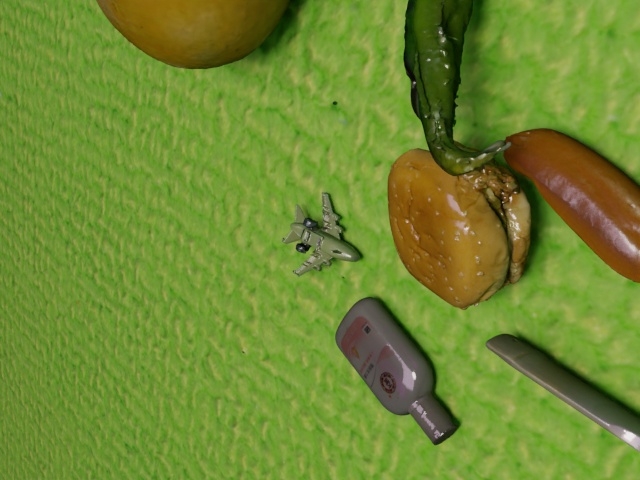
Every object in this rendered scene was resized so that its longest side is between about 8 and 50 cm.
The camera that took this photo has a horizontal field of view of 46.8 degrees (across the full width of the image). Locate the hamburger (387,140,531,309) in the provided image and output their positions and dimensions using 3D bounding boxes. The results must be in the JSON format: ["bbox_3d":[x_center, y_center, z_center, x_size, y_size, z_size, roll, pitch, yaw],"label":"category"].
[{"bbox_3d":[0.120,-0.014,0.652,0.138,0.083,0.147,35,144,44],"label":"hamburger"}]

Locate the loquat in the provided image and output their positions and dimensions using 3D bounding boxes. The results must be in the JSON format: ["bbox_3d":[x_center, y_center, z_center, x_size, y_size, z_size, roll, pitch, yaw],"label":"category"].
[{"bbox_3d":[-0.137,-0.305,0.801,0.244,0.244,0.244,12,107,46],"label":"loquat"}]

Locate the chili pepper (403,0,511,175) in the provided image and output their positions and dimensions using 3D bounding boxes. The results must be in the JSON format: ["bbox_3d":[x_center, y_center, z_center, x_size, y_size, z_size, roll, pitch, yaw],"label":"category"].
[{"bbox_3d":[0.105,-0.221,0.619,0.084,0.076,0.359,-8,78,22],"label":"chili pepper"}]

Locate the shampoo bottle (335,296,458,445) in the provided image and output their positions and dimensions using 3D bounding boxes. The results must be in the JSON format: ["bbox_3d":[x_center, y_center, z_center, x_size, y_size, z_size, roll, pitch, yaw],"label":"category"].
[{"bbox_3d":[0.080,0.140,0.779,0.165,0.040,0.080,52,129,29],"label":"shampoo bottle"}]

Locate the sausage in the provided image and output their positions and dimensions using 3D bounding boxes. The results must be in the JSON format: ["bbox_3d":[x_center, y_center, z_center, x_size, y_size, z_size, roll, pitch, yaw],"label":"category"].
[{"bbox_3d":[0.215,-0.034,0.581,0.183,0.062,0.054,54,150,28],"label":"sausage"}]

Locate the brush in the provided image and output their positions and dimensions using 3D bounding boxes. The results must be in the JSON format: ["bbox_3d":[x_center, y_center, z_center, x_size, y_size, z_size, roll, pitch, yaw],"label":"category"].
[{"bbox_3d":[0.270,0.150,0.563,0.321,0.060,0.050,34,109,38],"label":"brush"}]

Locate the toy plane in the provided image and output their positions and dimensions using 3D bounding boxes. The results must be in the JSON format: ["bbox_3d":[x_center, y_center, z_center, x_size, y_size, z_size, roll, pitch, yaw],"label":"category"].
[{"bbox_3d":[0.000,0.000,0.838,0.111,0.040,0.102,30,109,42],"label":"toy plane"}]
